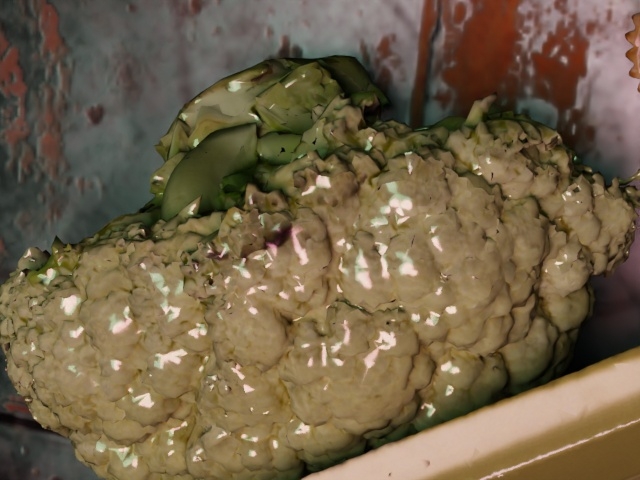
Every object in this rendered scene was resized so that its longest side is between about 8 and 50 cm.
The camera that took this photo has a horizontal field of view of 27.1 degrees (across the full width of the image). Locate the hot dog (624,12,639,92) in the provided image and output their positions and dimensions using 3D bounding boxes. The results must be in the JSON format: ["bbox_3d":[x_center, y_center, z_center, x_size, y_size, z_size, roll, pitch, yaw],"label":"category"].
[{"bbox_3d":[0.254,-0.141,0.607,0.253,0.069,0.131,-44,84,20],"label":"hot dog"}]

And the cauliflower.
[{"bbox_3d":[0.000,0.000,0.650,0.272,0.275,0.250,-46,48,35],"label":"cauliflower"}]

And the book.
[{"bbox_3d":[0.079,0.135,0.610,0.352,0.239,0.035,-24,58,11],"label":"book"}]
